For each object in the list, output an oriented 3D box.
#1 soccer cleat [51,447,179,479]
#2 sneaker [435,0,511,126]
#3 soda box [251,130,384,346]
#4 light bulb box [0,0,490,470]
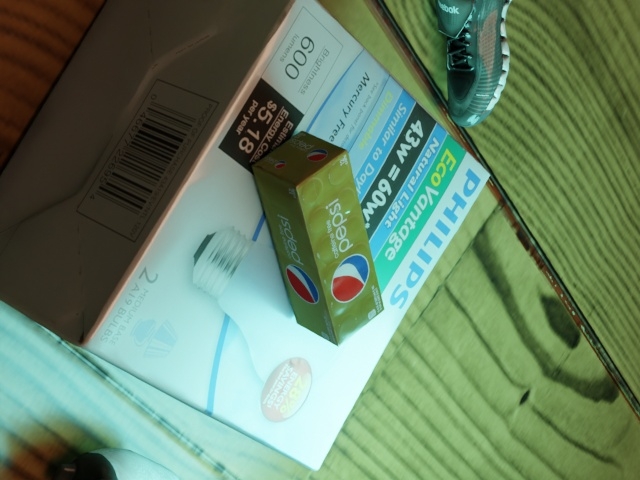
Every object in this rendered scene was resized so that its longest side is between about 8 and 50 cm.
[{"bbox_3d":[-0.237,0.374,1.440,0.143,0.116,0.331,15,98,-49],"label":"soccer cleat"},{"bbox_3d":[0.167,-0.247,1.581,0.106,0.078,0.234,2,105,-44],"label":"sneaker"},{"bbox_3d":[0.000,0.000,1.195,0.061,0.058,0.181,-38,132,-27],"label":"soda box"},{"bbox_3d":[-0.081,-0.024,1.317,0.361,0.225,0.357,36,82,-48],"label":"light bulb box"}]
